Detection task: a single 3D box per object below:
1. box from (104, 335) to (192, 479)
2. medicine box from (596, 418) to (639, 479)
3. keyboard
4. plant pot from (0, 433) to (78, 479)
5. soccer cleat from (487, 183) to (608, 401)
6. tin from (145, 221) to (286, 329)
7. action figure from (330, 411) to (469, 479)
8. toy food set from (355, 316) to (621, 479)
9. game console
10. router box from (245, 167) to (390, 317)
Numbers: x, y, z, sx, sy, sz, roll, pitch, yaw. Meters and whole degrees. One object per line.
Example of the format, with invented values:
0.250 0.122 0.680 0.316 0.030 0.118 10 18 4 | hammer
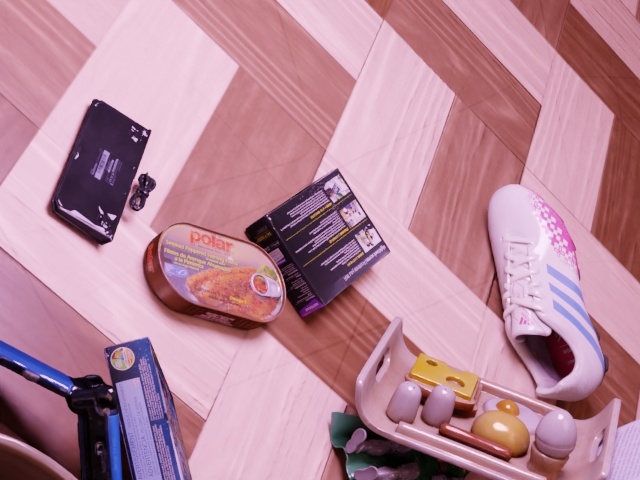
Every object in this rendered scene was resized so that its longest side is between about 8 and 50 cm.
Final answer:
-0.156 0.202 1.363 0.044 0.233 0.159 -14 70 -5 | box
0.382 0.388 1.749 0.263 0.289 0.149 51 37 -9 | medicine box
-0.237 -0.072 1.599 0.108 0.023 0.180 32 46 -21 | keyboard
-0.325 0.331 1.026 0.323 0.280 0.323 27 47 -34 | plant pot
0.308 0.071 2.019 0.143 0.116 0.331 -6 71 -49 | soccer cleat
-0.121 0.042 1.638 0.189 0.040 0.106 19 57 -39 | tin
0.120 0.269 1.733 0.232 0.063 0.137 10 56 -48 | action figure
0.207 0.191 1.716 0.306 0.092 0.220 21 23 8 | toy food set
-0.267 0.175 1.239 0.173 0.293 0.250 -3 87 -11 | game console
0.000 0.000 1.788 0.133 0.046 0.179 57 38 -2 | router box
